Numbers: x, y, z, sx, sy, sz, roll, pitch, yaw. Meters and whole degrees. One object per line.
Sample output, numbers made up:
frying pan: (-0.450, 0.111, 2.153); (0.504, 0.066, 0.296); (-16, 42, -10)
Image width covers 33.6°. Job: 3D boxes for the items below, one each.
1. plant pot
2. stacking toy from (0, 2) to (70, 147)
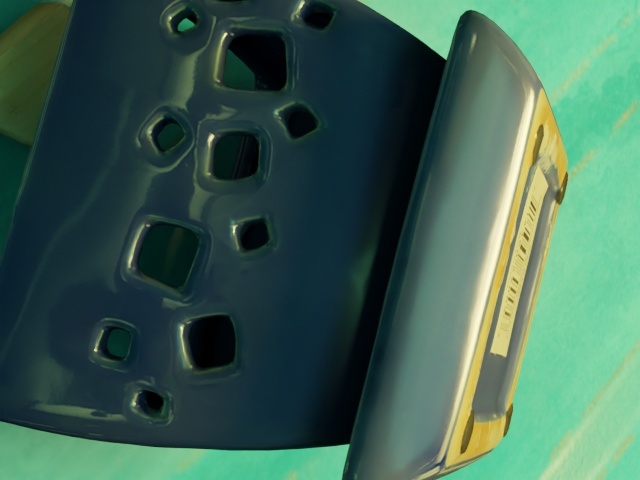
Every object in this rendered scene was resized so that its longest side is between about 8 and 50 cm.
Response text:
plant pot: (0.000, 0.000, 0.535); (0.236, 0.212, 0.236); (26, 77, -71)
stacking toy: (-0.147, -0.176, 0.466); (0.309, 0.130, 0.280); (10, 91, -51)
